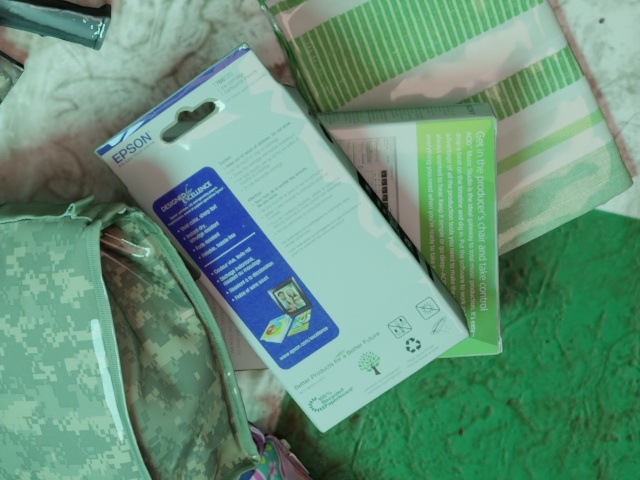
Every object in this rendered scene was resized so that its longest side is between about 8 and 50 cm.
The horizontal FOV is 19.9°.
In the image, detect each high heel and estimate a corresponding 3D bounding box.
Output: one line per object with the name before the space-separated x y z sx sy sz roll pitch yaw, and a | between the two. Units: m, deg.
high heel | -0.242 -0.298 1.521 0.186 0.093 0.261 13 107 -13

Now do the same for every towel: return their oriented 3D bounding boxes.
towel | 0.118 -0.130 1.664 0.248 0.038 0.324 -28 109 -2

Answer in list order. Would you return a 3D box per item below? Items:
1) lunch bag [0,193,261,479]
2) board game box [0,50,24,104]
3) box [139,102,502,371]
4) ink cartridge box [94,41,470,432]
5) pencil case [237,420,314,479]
lunch bag | -0.213 0.093 1.554 0.235 0.169 0.287 -2 114 35
board game box | -0.367 -0.150 1.575 0.186 0.026 0.126 33 98 -17
box | 0.000 0.000 1.644 0.322 0.058 0.232 -3 111 0
ink cartridge box | -0.030 -0.006 1.576 0.165 0.065 0.332 -33 110 10
pencil case | -0.001 0.295 1.725 0.284 0.124 0.124 43 95 -17
